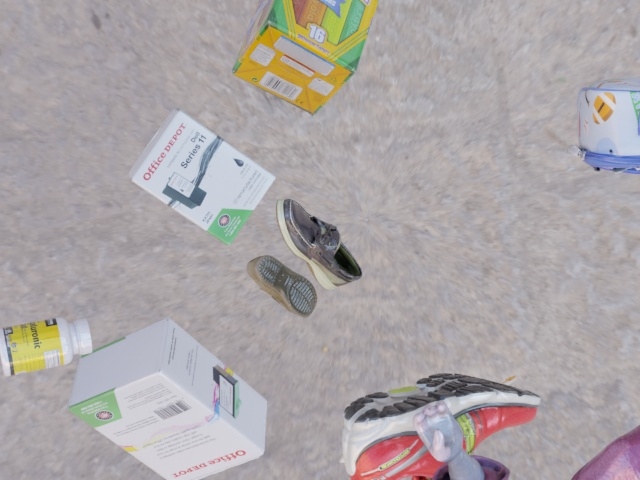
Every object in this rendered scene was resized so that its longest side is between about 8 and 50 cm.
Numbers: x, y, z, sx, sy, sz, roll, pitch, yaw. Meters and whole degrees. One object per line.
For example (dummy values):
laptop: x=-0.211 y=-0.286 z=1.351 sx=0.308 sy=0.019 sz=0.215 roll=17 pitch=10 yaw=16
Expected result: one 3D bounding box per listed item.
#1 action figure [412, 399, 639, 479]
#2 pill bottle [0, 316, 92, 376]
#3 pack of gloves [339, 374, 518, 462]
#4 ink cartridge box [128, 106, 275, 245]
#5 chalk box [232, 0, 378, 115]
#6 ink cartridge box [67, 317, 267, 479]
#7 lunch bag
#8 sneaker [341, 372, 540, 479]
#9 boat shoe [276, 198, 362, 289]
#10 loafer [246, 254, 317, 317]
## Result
action figure: x=0.198 y=0.254 z=0.840 sx=0.370 sy=0.276 sz=0.248 roll=-17 pitch=69 yaw=2
pill bottle: x=-0.364 y=0.137 z=1.335 sx=0.116 sy=0.065 sz=0.065 roll=-10 pitch=91 yaw=-20
pack of gloves: x=0.128 y=0.220 z=1.322 sx=0.195 sy=0.232 sz=0.046 roll=-16 pitch=70 yaw=-16
ink cartridge box: x=-0.208 y=-0.113 z=1.766 sx=0.208 sy=0.087 sz=0.153 roll=34 pitch=91 yaw=-16
chalk box: x=-0.013 y=-0.411 z=1.821 sx=0.180 sy=0.179 sz=0.289 roll=25 pitch=61 yaw=-17
ink cartridge box: x=-0.248 y=0.278 z=1.701 sx=0.201 sy=0.117 sz=0.278 roll=-24 pitch=130 yaw=25
lunch bag: x=0.442 y=-0.131 z=1.178 sx=0.303 sy=0.243 sz=0.115 roll=1 pitch=101 yaw=9
sneaker: x=0.133 y=0.220 z=1.135 sx=0.279 sy=0.107 sz=0.119 roll=-5 pitch=98 yaw=-35
boat shoe: x=0.000 y=0.000 z=1.110 sx=0.049 sy=0.152 sz=0.056 roll=-14 pitch=54 yaw=21
loafer: x=-0.059 y=0.066 z=1.560 sx=0.056 sy=0.050 sz=0.148 roll=-55 pitch=129 yaw=-16
